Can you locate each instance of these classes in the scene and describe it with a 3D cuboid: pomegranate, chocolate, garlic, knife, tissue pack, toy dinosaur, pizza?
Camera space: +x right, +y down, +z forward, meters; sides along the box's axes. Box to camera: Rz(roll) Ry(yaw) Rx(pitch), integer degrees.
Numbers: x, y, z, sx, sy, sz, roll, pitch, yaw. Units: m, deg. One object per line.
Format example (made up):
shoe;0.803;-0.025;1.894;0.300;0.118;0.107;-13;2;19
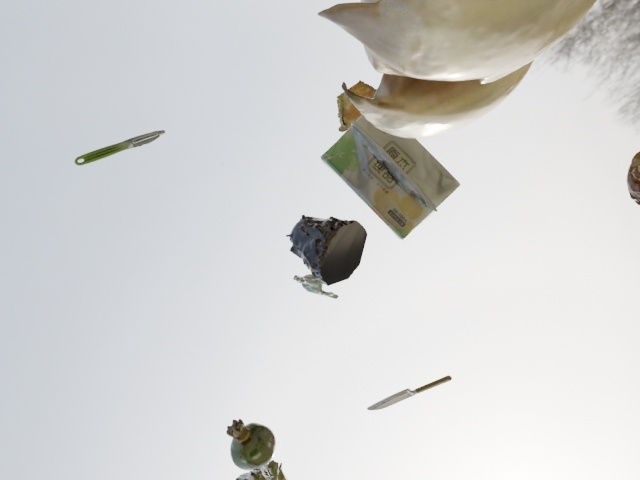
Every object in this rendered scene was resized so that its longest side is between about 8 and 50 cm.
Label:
pomegranate;-0.169;0.475;1.460;0.142;0.115;0.114;59;-142;-28
chocolate;0.000;0.000;1.284;0.133;0.156;0.156;30;-148;31
garlic;0.121;-0.227;0.533;0.249;0.286;0.313;24;-124;-26
knife;-0.397;-0.185;1.227;0.184;0.026;0.022;-23;-94;-17
tissue pack;0.131;-0.130;1.172;0.229;0.159;0.145;46;-171;4
toy dinosaur;-0.030;0.124;1.815;0.167;0.242;0.053;18;-92;-20
knife;0.243;0.421;1.714;0.046;0.256;0.022;43;-154;-47
pizza;0.088;-0.324;1.481;0.160;0.036;0.099;-43;-67;-28

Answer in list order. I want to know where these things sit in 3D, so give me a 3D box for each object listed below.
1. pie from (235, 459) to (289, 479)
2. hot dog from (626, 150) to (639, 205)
pie;-0.068;0.524;0.982;0.288;0.103;0.354;49;-151;-53
hot dog;0.621;-0.097;0.999;0.227;0.099;0.160;-1;-125;-9
